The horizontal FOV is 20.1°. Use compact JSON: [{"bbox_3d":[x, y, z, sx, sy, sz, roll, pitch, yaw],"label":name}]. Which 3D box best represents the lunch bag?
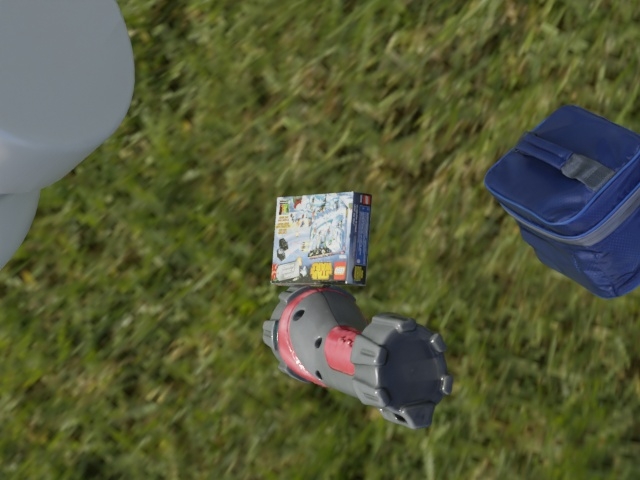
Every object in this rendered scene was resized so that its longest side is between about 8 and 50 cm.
[{"bbox_3d":[0.127,-0.025,0.880,0.067,0.098,0.065,-43,119,-8],"label":"lunch bag"}]

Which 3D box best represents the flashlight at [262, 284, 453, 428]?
[{"bbox_3d":[0.033,0.096,1.683,0.103,0.304,0.103,35,81,-15],"label":"flashlight"}]

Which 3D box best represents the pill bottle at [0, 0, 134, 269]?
[{"bbox_3d":[-0.212,-0.023,0.712,0.278,0.162,0.162,-34,97,31],"label":"pill bottle"}]

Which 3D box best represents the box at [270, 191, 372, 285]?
[{"bbox_3d":[0.000,0.000,1.856,0.137,0.027,0.094,-2,82,55],"label":"box"}]
